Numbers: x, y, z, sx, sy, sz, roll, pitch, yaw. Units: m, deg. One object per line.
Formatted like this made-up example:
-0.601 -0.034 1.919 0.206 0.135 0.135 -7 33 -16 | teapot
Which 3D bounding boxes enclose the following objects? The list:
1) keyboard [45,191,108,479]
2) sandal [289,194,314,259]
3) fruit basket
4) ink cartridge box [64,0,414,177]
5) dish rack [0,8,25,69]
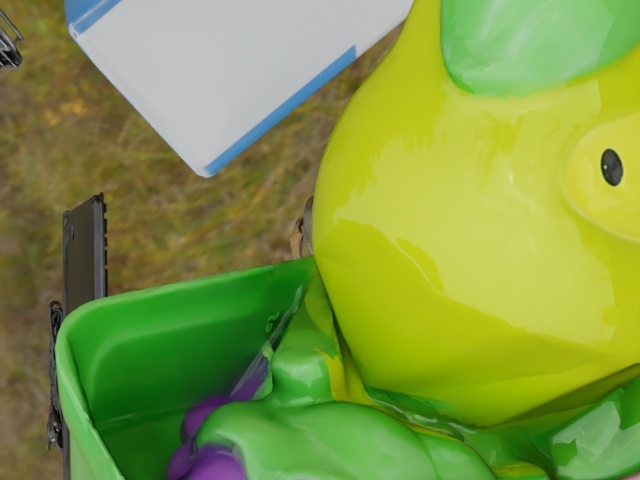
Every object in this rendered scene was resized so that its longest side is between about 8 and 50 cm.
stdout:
-0.246 0.122 1.830 0.201 0.033 0.317 159 113 -64 | keyboard
0.000 0.000 1.888 0.060 0.219 0.090 -5 87 8 | sandal
0.089 0.063 0.745 0.283 0.392 0.392 58 135 29 | fruit basket
-0.057 -0.263 1.423 0.285 0.395 0.166 -39 116 8 | ink cartridge box
-0.330 -0.205 1.233 0.272 0.074 0.208 17 164 28 | dish rack
